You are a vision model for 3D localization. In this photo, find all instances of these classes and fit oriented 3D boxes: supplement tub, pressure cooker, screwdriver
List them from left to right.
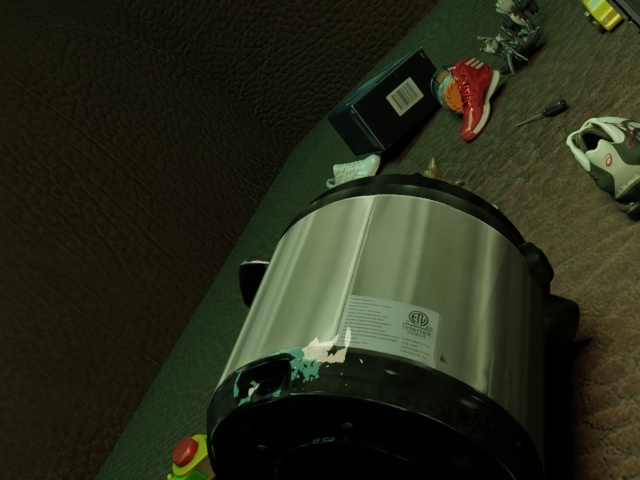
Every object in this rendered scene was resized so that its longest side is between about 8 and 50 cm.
[{"bbox_3d":[0.094,0.127,0.848,0.375,0.370,0.420,-36,24,38],"label":"pressure cooker"},{"bbox_3d":[0.368,-0.409,1.872,0.117,0.117,0.190,-48,14,17],"label":"supplement tub"},{"bbox_3d":[0.452,-0.258,1.425,0.025,0.024,0.170,-24,1,-12],"label":"screwdriver"}]

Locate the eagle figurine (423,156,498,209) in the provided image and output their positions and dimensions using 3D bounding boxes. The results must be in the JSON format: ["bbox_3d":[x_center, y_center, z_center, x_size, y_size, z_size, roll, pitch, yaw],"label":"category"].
[{"bbox_3d":[0.191,-0.014,1.383,0.226,0.225,0.298,-16,-38,-22],"label":"eagle figurine"}]

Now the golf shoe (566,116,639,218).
[{"bbox_3d":[0.419,-0.142,1.009,0.105,0.120,0.273,-48,12,22],"label":"golf shoe"}]

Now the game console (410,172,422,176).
[{"bbox_3d":[0.092,-0.095,1.848,0.250,0.173,0.293,-58,15,-23],"label":"game console"}]

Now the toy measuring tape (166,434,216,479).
[{"bbox_3d":[-0.242,0.475,1.621,0.330,0.121,0.121,-42,14,5],"label":"toy measuring tape"}]

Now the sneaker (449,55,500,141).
[{"bbox_3d":[0.356,-0.357,1.712,0.087,0.128,0.221,-31,34,58],"label":"sneaker"}]

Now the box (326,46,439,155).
[{"bbox_3d":[0.210,-0.433,2.211,0.296,0.183,0.294,-41,11,-10],"label":"box"}]

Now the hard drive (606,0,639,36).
[{"bbox_3d":[0.519,-0.403,1.100,0.064,0.237,0.339,-41,16,39],"label":"hard drive"}]

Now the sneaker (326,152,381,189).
[{"bbox_3d":[0.100,-0.217,2.255,0.232,0.115,0.090,-42,16,35],"label":"sneaker"}]

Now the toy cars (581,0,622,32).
[{"bbox_3d":[0.648,-0.597,1.496,0.394,0.087,0.176,-57,15,-21],"label":"toy cars"}]

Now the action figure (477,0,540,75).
[{"bbox_3d":[0.481,-0.529,1.762,0.164,0.140,0.276,-59,4,44],"label":"action figure"}]
